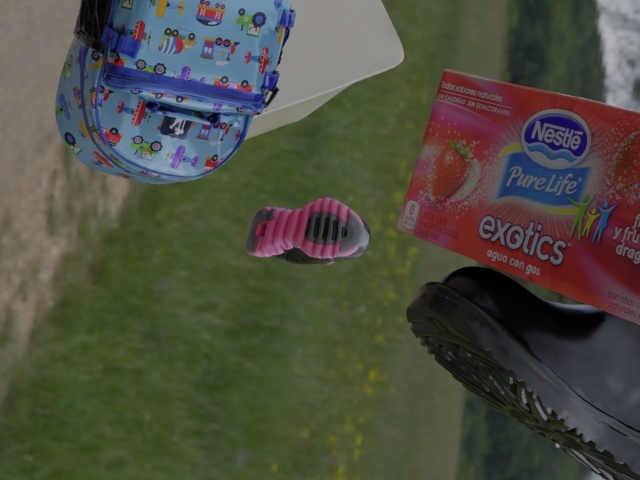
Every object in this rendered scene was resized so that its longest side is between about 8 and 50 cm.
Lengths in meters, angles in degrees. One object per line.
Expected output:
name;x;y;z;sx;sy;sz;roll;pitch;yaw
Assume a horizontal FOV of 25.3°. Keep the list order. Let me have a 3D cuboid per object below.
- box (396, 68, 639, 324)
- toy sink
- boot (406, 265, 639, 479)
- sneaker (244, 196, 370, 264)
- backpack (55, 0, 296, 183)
box;0.218;-0.027;1.088;0.300;0.154;0.142;24;-81;54
toy sink;-0.064;-0.190;1.409;0.131;0.234;0.152;-29;-94;59
boot;0.247;0.046;1.199;0.131;0.348;0.260;11;-111;56
sneaker;0.000;0.000;1.047;0.057;0.119;0.047;31;72;-38
backpack;-0.113;-0.122;1.068;0.117;0.158;0.173;33;-74;60
